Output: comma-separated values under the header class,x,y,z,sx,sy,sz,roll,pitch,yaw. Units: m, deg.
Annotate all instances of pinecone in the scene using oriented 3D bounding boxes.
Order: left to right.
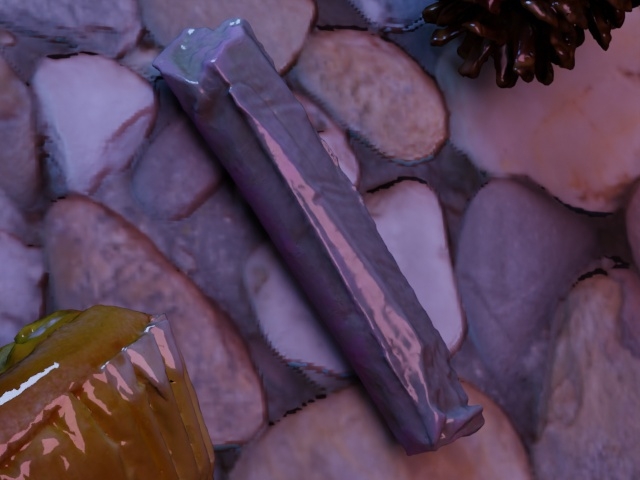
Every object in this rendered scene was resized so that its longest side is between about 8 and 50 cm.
class,x,y,z,sx,sy,sz,roll,pitch,yaw
pinecone,0.126,-0.167,1.020,0.174,0.173,0.173,8,74,-27

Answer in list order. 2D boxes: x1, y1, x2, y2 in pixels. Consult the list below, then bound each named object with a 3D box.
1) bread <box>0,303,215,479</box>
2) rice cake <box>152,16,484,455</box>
class,x,y,z,sx,sy,sz,roll,pitch,yaw
bread,-0.174,0.142,0.773,0.288,0.152,0.119,-40,103,-30
rice cake,0.001,0.000,0.965,0.270,0.049,0.055,57,37,-5
